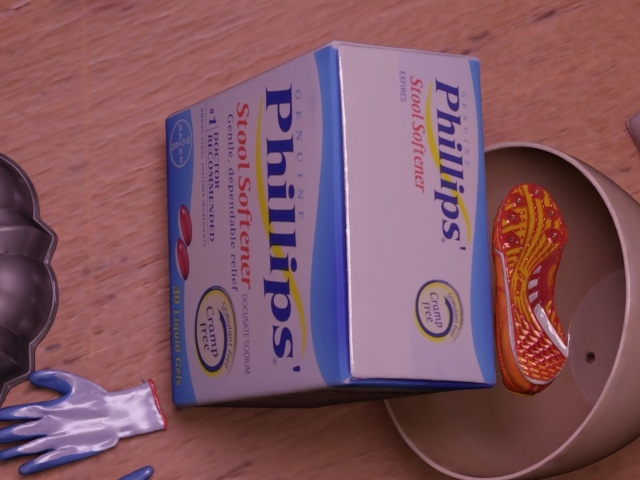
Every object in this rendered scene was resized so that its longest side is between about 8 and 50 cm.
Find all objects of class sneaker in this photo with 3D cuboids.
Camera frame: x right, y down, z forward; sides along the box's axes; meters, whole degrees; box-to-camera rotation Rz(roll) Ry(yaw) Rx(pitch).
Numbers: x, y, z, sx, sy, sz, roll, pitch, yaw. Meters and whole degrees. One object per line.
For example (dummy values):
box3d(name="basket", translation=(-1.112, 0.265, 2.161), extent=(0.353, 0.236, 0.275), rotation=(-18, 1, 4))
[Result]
box3d(name="sneaker", translation=(0.156, 0.037, 1.275), extent=(0.064, 0.067, 0.175), rotation=(11, 65, -12))

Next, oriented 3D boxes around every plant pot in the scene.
box3d(name="plant pot", translation=(0.211, 0.073, 1.395), extent=(0.191, 0.284, 0.284), rotation=(13, 78, -39))

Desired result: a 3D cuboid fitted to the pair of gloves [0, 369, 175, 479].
box3d(name="pair of gloves", translation=(-0.203, 0.206, 1.435), extent=(0.159, 0.023, 0.198), rotation=(-13, 84, -13))

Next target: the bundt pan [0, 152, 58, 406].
box3d(name="bundt pan", translation=(-0.395, 0.027, 1.402), extent=(0.330, 0.124, 0.331), rotation=(1, 82, -4))

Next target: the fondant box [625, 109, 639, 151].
box3d(name="fondant box", translation=(0.487, -0.080, 1.507), extent=(0.330, 0.096, 0.238), rotation=(-25, 84, -7))

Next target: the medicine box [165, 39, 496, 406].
box3d(name="medicine box", translation=(0.000, 0.000, 1.343), extent=(0.149, 0.289, 0.264), rotation=(3, 80, -31))
